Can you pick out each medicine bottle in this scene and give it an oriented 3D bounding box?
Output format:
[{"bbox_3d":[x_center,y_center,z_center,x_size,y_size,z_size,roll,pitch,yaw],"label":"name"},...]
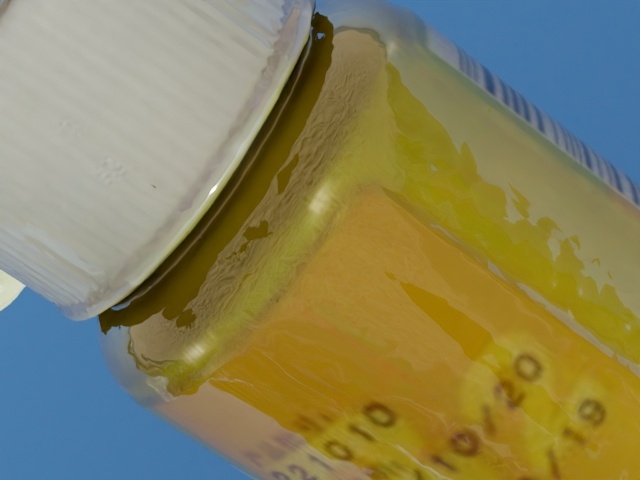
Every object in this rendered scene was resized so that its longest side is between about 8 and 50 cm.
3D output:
[{"bbox_3d":[0.000,0.000,0.871,0.224,0.384,0.224,-47,-161,22],"label":"medicine bottle"}]

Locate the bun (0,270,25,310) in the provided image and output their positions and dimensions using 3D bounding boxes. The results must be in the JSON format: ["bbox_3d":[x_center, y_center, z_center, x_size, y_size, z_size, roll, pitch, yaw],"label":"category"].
[{"bbox_3d":[-0.249,-0.064,1.122,0.229,0.145,0.229,-3,-121,5],"label":"bun"}]
